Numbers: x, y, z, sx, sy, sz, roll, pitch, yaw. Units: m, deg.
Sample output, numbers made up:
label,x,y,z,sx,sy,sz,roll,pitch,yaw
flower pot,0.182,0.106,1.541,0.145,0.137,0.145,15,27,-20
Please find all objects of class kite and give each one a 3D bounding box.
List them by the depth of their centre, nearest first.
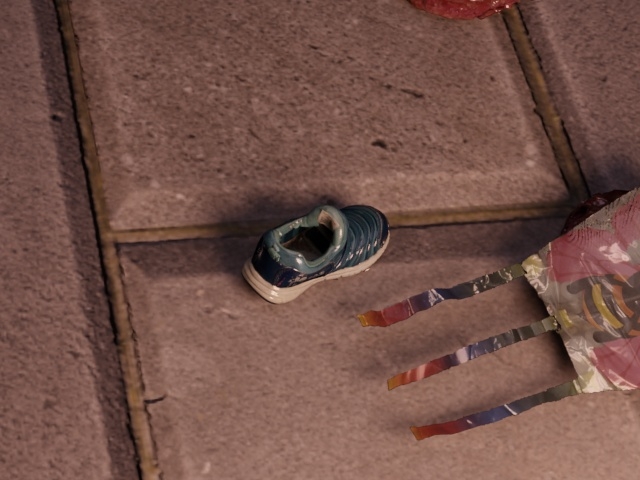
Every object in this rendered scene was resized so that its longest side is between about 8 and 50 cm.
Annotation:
label,x,y,z,sx,sy,sz,roll,pitch,yaw
kite,0.210,0.063,1.510,0.360,0.022,0.204,-14,67,-20

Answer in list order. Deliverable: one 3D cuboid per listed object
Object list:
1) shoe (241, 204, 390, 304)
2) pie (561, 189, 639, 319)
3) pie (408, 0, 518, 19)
label,x,y,z,sx,sy,sz,roll,pitch,yaw
shoe,0.000,0.000,1.510,0.143,0.071,0.064,-22,61,-33
pie,0.278,0.020,1.581,0.153,0.038,0.153,6,53,-8
pie,0.137,-0.294,1.788,0.182,0.049,0.182,6,51,-7
